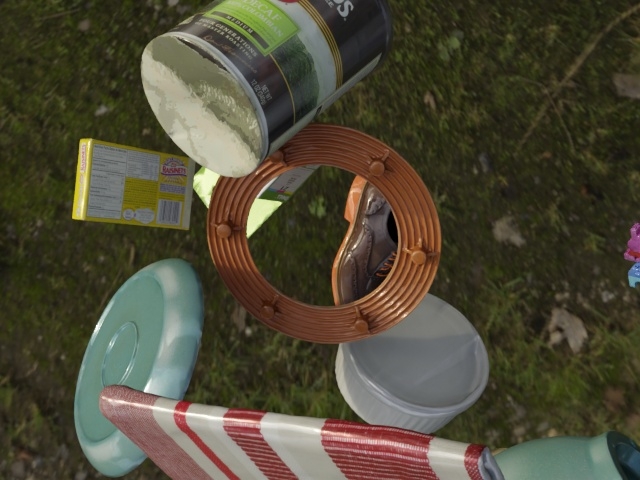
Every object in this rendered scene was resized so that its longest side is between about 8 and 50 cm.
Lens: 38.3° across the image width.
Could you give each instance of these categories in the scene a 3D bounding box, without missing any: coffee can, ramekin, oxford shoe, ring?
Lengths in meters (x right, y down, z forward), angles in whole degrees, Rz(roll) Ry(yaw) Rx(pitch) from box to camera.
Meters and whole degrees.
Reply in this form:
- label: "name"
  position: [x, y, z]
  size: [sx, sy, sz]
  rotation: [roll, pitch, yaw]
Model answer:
- label: "coffee can"
  position: [-0.064, -0.238, 1.196]
  size: [0.202, 0.275, 0.201]
  rotation: [29, 144, 24]
- label: "ramekin"
  position: [0.150, 0.222, 1.628]
  size: [0.273, 0.272, 0.127]
  rotation: [15, 133, -8]
- label: "oxford shoe"
  position: [0.087, 0.026, 1.490]
  size: [0.098, 0.097, 0.271]
  rotation: [17, 110, 33]
- label: "ring"
  position: [0.000, 0.000, 1.295]
  size: [0.337, 0.032, 0.336]
  rotation: [3, 113, 8]

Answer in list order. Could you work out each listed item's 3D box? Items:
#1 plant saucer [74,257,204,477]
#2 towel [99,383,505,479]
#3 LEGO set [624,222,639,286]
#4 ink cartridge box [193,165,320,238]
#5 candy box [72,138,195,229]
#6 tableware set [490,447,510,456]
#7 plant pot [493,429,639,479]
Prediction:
- label: "plant saucer"
  position: [-0.265, 0.166, 1.284]
  size: [0.044, 0.317, 0.317]
  rotation: [25, 111, -31]
- label: "towel"
  position: [0.006, 0.197, 0.743]
  size: [0.329, 0.037, 0.237]
  rotation: [2, 142, 31]
- label: "LEGO set"
  position: [0.556, 0.032, 1.418]
  size: [0.087, 0.227, 0.093]
  rotation: [-42, 128, -29]
- label: "ink cartridge box"
  position: [-0.140, -0.136, 1.676]
  size: [0.255, 0.097, 0.188]
  rotation: [-46, 68, 19]
- label: "candy box"
  position: [-0.248, -0.072, 1.253]
  size: [0.027, 0.206, 0.105]
  rotation: [3, 88, 33]
- label: "tableware set"
  position: [0.204, 0.346, 1.285]
  size: [0.141, 0.168, 0.020]
  rotation: [-26, 96, 15]
- label: "plant pot"
  position: [0.333, 0.356, 1.130]
  size: [0.293, 0.293, 0.196]
  rotation: [41, 112, -17]
